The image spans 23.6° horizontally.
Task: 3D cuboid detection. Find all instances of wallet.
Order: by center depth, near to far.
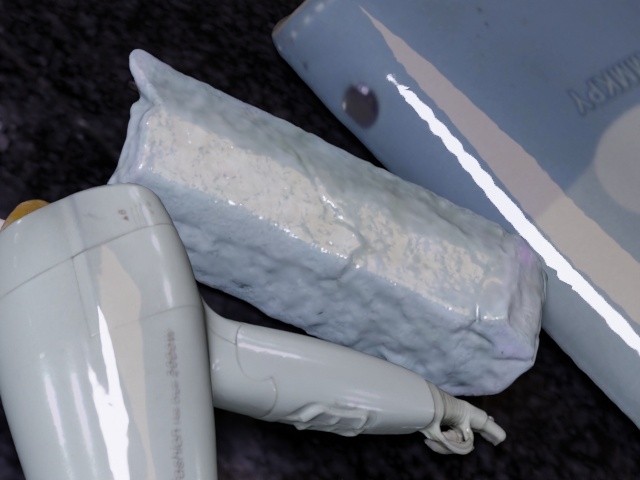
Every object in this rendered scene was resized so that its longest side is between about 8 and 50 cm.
[{"bbox_3d":[0.173,-0.028,0.767,0.360,0.083,0.252,47,49,11],"label":"wallet"}]

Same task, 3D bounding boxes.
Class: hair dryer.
[{"bbox_3d":[-0.005,0.090,0.563,0.237,0.075,0.206,5,63,-44],"label":"hair dryer"}]

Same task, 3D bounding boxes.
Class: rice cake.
[{"bbox_3d":[0.001,0.000,0.638,0.206,0.063,0.069,23,46,-12],"label":"rice cake"}]

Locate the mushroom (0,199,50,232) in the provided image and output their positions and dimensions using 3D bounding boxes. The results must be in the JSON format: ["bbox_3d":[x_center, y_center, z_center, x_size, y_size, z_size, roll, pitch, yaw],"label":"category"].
[{"bbox_3d":[-0.233,-0.030,0.539,0.306,0.043,0.068,13,27,-21],"label":"mushroom"}]
